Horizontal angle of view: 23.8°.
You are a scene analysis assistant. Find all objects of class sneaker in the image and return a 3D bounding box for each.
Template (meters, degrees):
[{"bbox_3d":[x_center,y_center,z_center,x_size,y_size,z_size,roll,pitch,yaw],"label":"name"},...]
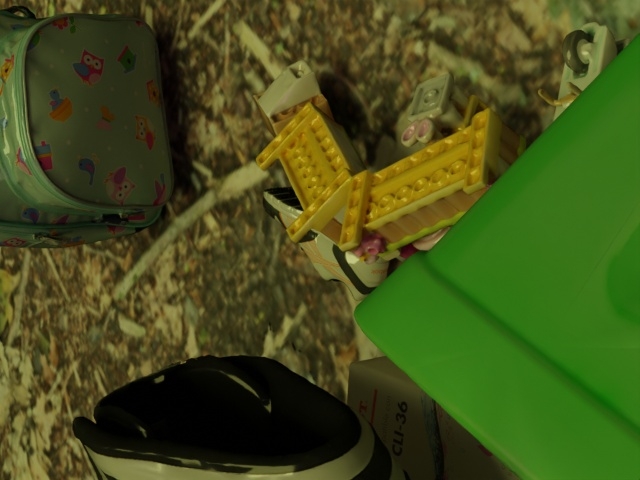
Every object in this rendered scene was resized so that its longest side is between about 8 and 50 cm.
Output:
[{"bbox_3d":[-0.047,0.200,0.830,0.257,0.169,0.447,63,146,9],"label":"sneaker"},{"bbox_3d":[0.000,0.000,0.899,0.109,0.040,0.043,34,122,44],"label":"sneaker"}]

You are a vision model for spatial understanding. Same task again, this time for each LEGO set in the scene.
[{"bbox_3d":[0.060,-0.026,0.809,0.287,0.107,0.132,0,59,54],"label":"LEGO set"}]

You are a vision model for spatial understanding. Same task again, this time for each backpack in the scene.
[{"bbox_3d":[-0.196,-0.076,1.008,0.144,0.188,0.165,-8,87,50],"label":"backpack"}]

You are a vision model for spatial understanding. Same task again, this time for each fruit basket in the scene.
[{"bbox_3d":[0.167,0.143,0.523,0.392,0.283,0.392,-11,74,41],"label":"fruit basket"}]

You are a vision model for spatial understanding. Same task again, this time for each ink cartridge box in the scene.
[{"bbox_3d":[0.073,0.129,0.805,0.198,0.067,0.115,18,108,48],"label":"ink cartridge box"}]
